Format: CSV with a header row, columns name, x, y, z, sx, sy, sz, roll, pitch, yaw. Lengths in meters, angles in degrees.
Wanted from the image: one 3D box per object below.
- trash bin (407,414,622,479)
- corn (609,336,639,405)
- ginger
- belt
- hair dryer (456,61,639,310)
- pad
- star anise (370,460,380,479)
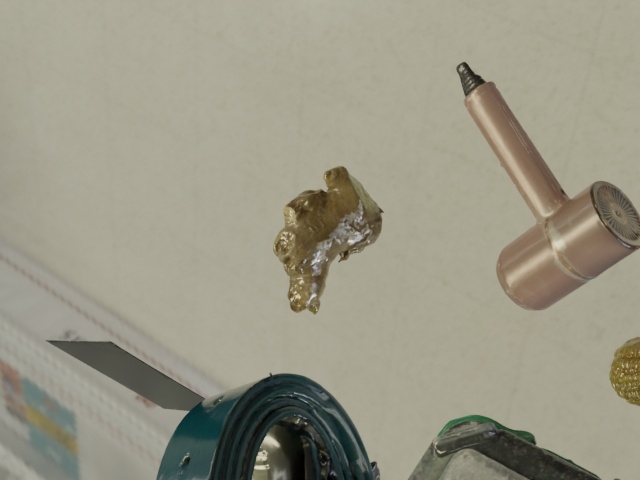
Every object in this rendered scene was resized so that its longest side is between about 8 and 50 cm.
name,x,y,z,sx,sy,sz,roll,pitch,yaw
trash bin,0.229,0.376,1.175,0.295,0.259,0.381,25,163,34
corn,0.563,0.177,1.744,0.120,0.120,0.363,59,146,-4
ginger,-0.003,-0.004,1.744,0.137,0.213,0.074,41,173,-9
belt,-0.070,0.407,1.623,0.173,0.300,0.437,-30,60,46
hair dryer,0.269,-0.090,1.609,0.189,0.106,0.344,-40,74,38
pad,-0.268,0.201,1.749,0.170,0.006,0.245,-5,148,45
star anise,0.024,0.398,1.809,0.230,0.081,0.262,-12,64,49
